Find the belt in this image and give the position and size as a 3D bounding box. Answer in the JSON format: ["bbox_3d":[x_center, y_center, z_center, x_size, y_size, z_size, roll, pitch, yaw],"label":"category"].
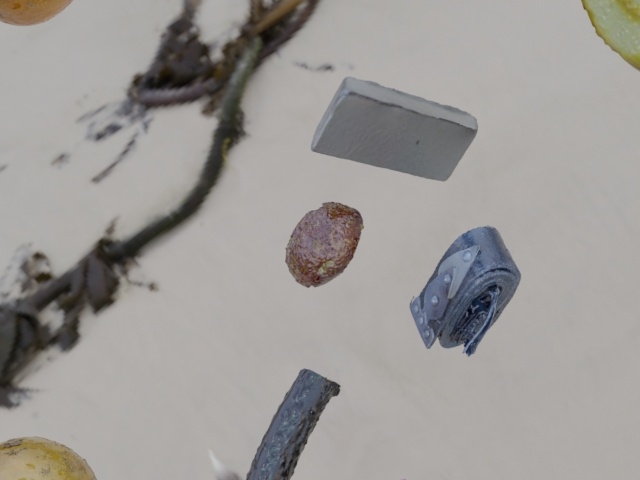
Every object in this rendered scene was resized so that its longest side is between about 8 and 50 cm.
[{"bbox_3d":[0.248,0.090,1.936,0.122,0.218,0.128,1,47,-25],"label":"belt"}]

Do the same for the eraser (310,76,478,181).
[{"bbox_3d":[0.124,-0.176,1.895,0.111,0.352,0.077,-59,46,23],"label":"eraser"}]

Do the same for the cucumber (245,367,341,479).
[{"bbox_3d":[-0.068,0.347,1.861,0.081,0.072,0.303,23,75,18],"label":"cucumber"}]

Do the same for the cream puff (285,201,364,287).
[{"bbox_3d":[0.000,0.000,1.849,0.149,0.084,0.149,-44,24,25],"label":"cream puff"}]

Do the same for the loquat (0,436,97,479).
[{"bbox_3d":[-0.444,0.413,1.802,0.235,0.235,0.235,-16,45,17],"label":"loquat"}]

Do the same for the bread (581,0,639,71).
[{"bbox_3d":[0.525,-0.332,1.376,0.239,0.264,0.395,-33,8,-38],"label":"bread"}]

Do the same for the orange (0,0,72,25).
[{"bbox_3d":[-0.424,-0.416,1.677,0.170,0.224,0.224,-13,38,-21],"label":"orange"}]

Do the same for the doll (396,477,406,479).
[{"bbox_3d":[0.109,0.441,1.774,0.110,0.107,0.181,-64,22,17],"label":"doll"}]
